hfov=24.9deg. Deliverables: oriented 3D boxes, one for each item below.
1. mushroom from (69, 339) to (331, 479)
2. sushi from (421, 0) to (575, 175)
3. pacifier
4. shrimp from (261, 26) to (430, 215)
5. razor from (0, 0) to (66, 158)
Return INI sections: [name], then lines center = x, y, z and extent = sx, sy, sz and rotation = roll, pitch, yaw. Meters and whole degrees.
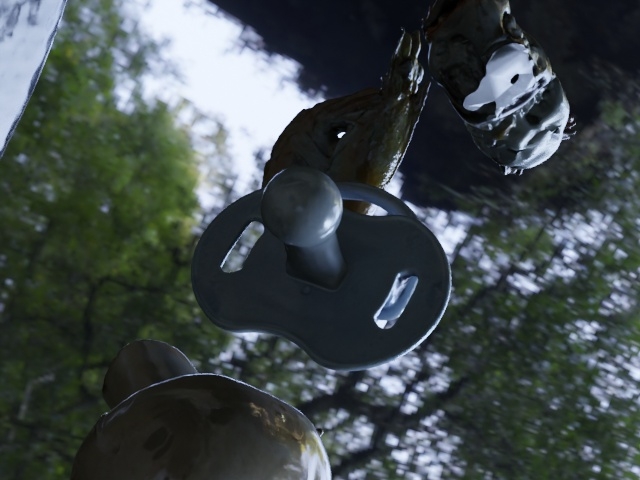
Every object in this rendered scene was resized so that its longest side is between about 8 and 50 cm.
[mushroom]
center = -0.149, 0.246, 1.513
extent = 0.292, 0.292, 0.290
rotation = -55, -142, 9
[sushi]
center = 0.201, -0.183, 1.652
extent = 0.124, 0.332, 0.130
rotation = -32, -117, 9
[pacifier]
center = 0.000, 0.000, 1.509
extent = 0.287, 0.226, 0.238
rotation = 23, -116, 21
[shrimp]
center = 0.032, -0.135, 1.849
extent = 0.168, 0.077, 0.317
rotation = 29, -85, 18
[razor]
center = -0.242, -0.081, 0.802
extent = 0.107, 0.189, 0.327
rotation = 33, -71, 21
